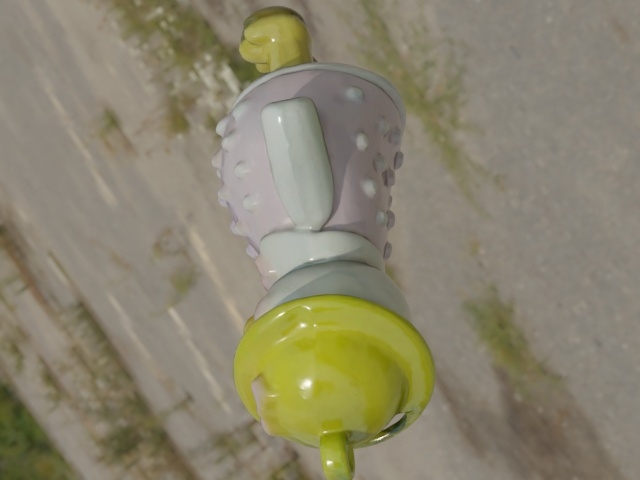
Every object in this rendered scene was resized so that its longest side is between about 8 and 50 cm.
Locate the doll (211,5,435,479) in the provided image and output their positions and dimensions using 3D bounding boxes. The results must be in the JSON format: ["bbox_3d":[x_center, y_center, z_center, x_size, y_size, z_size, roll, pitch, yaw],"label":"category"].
[{"bbox_3d":[0.000,0.000,0.573,0.129,0.081,0.207,71,-169,-54],"label":"doll"}]
